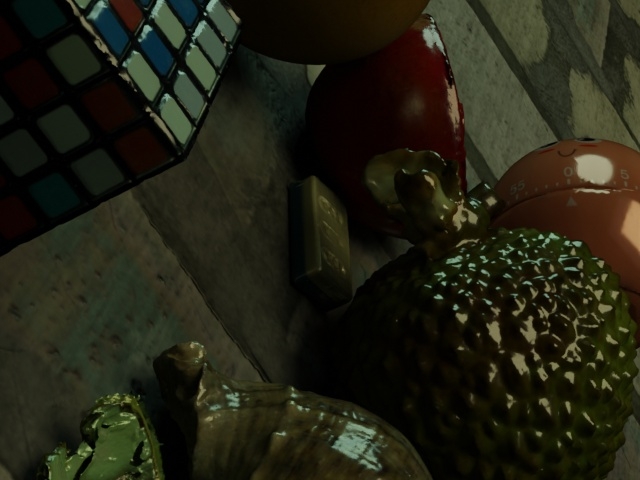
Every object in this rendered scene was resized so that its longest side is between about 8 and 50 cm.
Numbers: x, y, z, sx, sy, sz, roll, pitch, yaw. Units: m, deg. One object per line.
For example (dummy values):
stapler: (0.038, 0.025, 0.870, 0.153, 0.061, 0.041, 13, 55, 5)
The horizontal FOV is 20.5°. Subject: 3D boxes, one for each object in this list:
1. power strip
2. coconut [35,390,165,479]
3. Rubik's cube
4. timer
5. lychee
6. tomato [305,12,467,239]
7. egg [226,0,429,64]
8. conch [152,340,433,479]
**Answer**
power strip: (0.000, 0.000, 1.576, 0.056, 0.032, 0.123, 44, 30, -40)
coconut: (-0.133, 0.181, 1.107, 0.133, 0.055, 0.158, 60, 26, -11)
Rubik's cube: (-0.186, -0.124, 1.145, 0.184, 0.187, 0.182, 51, 28, -20)
timer: (0.281, 0.007, 1.891, 0.229, 0.230, 0.215, 44, 31, -37)
lychee: (0.137, 0.098, 1.493, 0.270, 0.270, 0.320, -8, 112, -65)
tomato: (0.057, -0.102, 1.666, 0.233, 0.140, 0.200, 101, -18, -71)
egg: (-0.031, -0.305, 1.549, 0.322, 0.250, 0.250, 50, 26, -3)
conch: (0.006, 0.184, 1.223, 0.291, 0.159, 0.210, 65, 17, 13)
